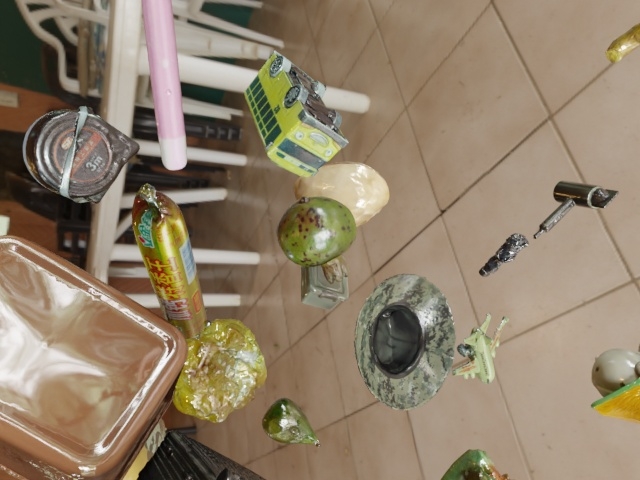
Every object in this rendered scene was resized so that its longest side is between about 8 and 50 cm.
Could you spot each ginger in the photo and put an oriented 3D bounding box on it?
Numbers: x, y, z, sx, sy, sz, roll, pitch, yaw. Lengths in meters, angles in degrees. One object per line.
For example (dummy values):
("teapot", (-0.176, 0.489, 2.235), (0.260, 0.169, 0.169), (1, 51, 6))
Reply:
("ginger", (0.911, -0.581, 1.291), (0.299, 0.065, 0.118), (-28, 21, 42))

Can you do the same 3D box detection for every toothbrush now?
("toothbrush", (-0.097, -0.158, 0.281), (0.286, 0.020, 0.025), (100, 148, -45))

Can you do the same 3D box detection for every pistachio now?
("pistachio", (0.074, -0.150, 1.603), (0.309, 0.230, 0.229), (15, 103, 22))

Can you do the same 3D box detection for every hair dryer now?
("hair dryer", (0.785, -0.084, 1.549), (0.248, 0.078, 0.195), (-44, 22, -4))

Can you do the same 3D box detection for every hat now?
("hat", (0.149, 0.206, 1.007), (0.128, 0.266, 0.265), (158, 113, -63))

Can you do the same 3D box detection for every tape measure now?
("tape measure", (-0.489, -0.175, 0.977), (0.107, 0.181, 0.182), (14, 66, 46))

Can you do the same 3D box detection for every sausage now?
("sausage", (-0.223, 0.043, 0.741), (0.371, 0.082, 0.082), (98, 161, -54))

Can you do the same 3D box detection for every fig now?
("fig", (-0.074, 0.514, 1.348), (0.117, 0.177, 0.117), (-53, 11, 14))

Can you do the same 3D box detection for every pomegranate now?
("pomegranate", (0.000, 0.000, 1.243), (0.202, 0.202, 0.247), (21, 137, 63))

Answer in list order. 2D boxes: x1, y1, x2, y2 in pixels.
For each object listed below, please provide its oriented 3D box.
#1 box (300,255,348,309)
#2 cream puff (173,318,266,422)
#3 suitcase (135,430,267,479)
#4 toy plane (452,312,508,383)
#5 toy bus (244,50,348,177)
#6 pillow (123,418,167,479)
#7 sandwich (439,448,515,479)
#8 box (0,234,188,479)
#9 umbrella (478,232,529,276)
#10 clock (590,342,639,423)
("box", (0.004, 0.112, 1.369), (0.092, 0.124, 0.172), (-55, 25, 40))
("cream puff", (-0.279, 0.327, 1.269), (0.185, 0.282, 0.281), (2, 88, 51))
("suitcase", (-0.097, 0.351, 0.570), (0.152, 0.230, 0.335), (-58, 16, -22))
("toy plane", (0.195, 0.138, 0.596), (0.040, 0.102, 0.111), (38, 155, 43))
("toy bus", (-0.038, -0.171, 0.668), (0.101, 0.088, 0.175), (-44, 45, 23))
("pillow", (-0.489, 0.486, 1.222), (0.310, 0.119, 0.312), (-104, -10, -64))
("sandwich", (0.365, 0.637, 1.036), (0.301, 0.162, 0.250), (39, 92, 29))
("box", (-0.386, 0.186, 0.697), (0.229, 0.339, 0.239), (-53, 7, 49))
("umbrella", (0.644, 0.064, 1.737), (0.224, 0.080, 0.071), (123, 144, -46))
("clock", (0.514, 0.198, 0.734), (0.103, 0.231, 0.144), (59, -179, -29))
